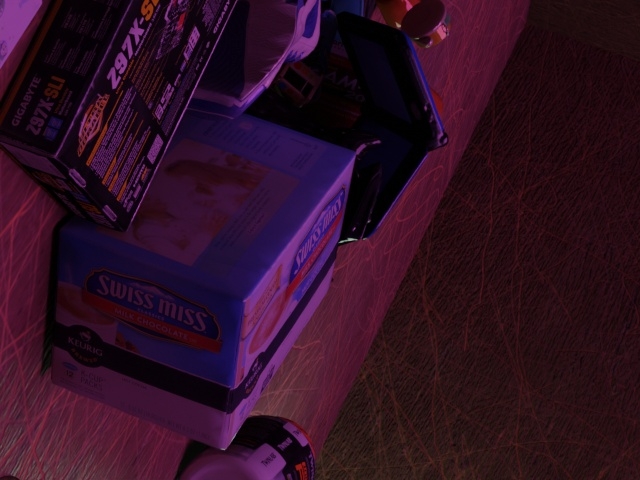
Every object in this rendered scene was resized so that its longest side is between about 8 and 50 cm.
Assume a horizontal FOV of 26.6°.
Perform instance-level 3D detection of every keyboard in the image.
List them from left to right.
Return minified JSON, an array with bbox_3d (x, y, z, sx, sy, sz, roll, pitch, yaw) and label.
[{"bbox_3d":[0.000,0.000,1.932,0.201,0.033,0.317,-65,-166,-14],"label":"keyboard"}]

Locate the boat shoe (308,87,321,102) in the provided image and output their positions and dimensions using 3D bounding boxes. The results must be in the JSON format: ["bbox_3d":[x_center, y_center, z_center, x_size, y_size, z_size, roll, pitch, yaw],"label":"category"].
[{"bbox_3d":[-0.013,-0.278,2.081,0.040,0.049,0.142,-94,-169,-48],"label":"boat shoe"}]

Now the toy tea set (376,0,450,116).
[{"bbox_3d":[0.144,-0.302,2.334,0.124,0.200,0.336,47,56,-42],"label":"toy tea set"}]

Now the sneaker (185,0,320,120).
[{"bbox_3d":[-0.064,-0.256,1.674,0.182,0.127,0.315,84,28,-61],"label":"sneaker"}]

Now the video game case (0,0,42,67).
[{"bbox_3d":[-0.282,-0.178,1.095,0.143,0.019,0.157,87,27,-64],"label":"video game case"}]

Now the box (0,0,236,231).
[{"bbox_3d":[-0.189,-0.192,1.352,0.257,0.079,0.322,62,51,-73],"label":"box"}]

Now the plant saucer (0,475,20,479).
[{"bbox_3d":[-0.391,0.390,1.560,0.241,0.037,0.241,22,90,-78],"label":"plant saucer"}]

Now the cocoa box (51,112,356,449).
[{"bbox_3d":[-0.133,0.025,1.599,0.347,0.231,0.228,-54,161,-51],"label":"cocoa box"}]

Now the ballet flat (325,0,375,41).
[{"bbox_3d":[0.055,-0.418,2.047,0.280,0.095,0.096,112,-4,-59],"label":"ballet flat"}]

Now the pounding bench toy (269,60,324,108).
[{"bbox_3d":[-0.047,-0.220,1.950,0.052,0.065,0.083,-29,-153,54],"label":"pounding bench toy"}]

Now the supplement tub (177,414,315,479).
[{"bbox_3d":[-0.124,0.429,2.445,0.316,0.193,0.194,-29,139,-72],"label":"supplement tub"}]

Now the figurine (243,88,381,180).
[{"bbox_3d":[-0.050,-0.085,1.831,0.092,0.209,0.215,61,52,-74],"label":"figurine"}]

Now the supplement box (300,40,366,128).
[{"bbox_3d":[0.030,-0.202,2.184,0.073,0.130,0.239,22,89,-78],"label":"supplement box"}]

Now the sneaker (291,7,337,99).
[{"bbox_3d":[-0.006,-0.273,2.000,0.162,0.063,0.073,98,-11,-47],"label":"sneaker"}]

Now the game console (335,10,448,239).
[{"bbox_3d":[0.050,-0.176,1.977,0.250,0.173,0.293,67,-10,-21],"label":"game console"}]
